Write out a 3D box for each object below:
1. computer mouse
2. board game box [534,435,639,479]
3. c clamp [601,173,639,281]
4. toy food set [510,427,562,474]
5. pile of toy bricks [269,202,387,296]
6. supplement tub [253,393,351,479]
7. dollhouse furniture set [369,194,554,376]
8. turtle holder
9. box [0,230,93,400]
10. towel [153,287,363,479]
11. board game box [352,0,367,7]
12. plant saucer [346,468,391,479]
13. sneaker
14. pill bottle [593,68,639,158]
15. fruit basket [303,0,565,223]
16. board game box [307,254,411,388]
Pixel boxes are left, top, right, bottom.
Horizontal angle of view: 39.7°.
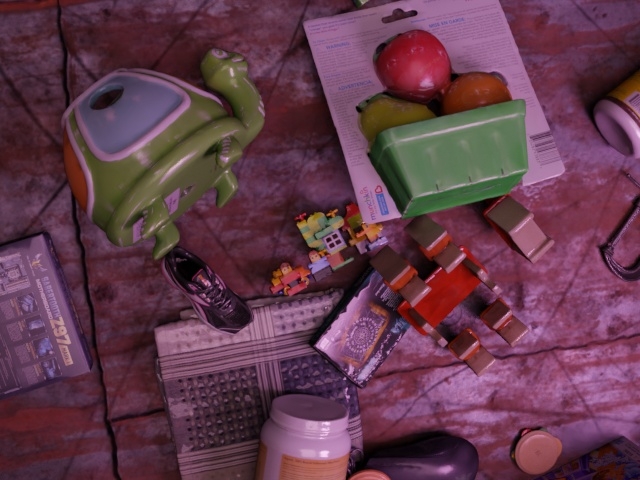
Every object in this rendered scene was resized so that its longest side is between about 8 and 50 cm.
[{"bbox_3d":[0.148,0.414,1.488,0.272,0.072,0.188,-13,113,-9],"label":"computer mouse"},{"bbox_3d":[0.480,0.453,1.416,0.233,0.347,0.078,-25,100,-5],"label":"board game box"},{"bbox_3d":[0.541,-0.014,1.534,0.137,0.022,0.160,29,91,-16],"label":"c clamp"},{"bbox_3d":[0.379,0.370,1.557,0.082,0.020,0.083,37,91,-11],"label":"toy food set"},{"bbox_3d":[0.000,0.000,1.407,0.212,0.118,0.105,-29,91,-9],"label":"pile of toy bricks"},{"bbox_3d":[-0.030,0.356,1.391,0.144,0.144,0.199,7,99,-9],"label":"supplement tub"},{"bbox_3d":[0.237,0.045,1.435,0.259,0.135,0.262,-44,120,2],"label":"dollhouse furniture set"},{"bbox_3d":[-0.229,-0.150,1.291,0.227,0.243,0.320,46,98,6],"label":"turtle holder"},{"bbox_3d":[-0.478,0.121,1.377,0.183,0.059,0.232,-18,99,-6],"label":"box"},{"bbox_3d":[-0.100,0.249,1.462,0.324,0.056,0.312,-10,102,-9],"label":"towel"},{"bbox_3d":[0.127,-0.547,1.389,0.317,0.046,0.213,-37,100,-2],"label":"board game box"},{"bbox_3d":[0.079,0.412,1.447,0.083,0.013,0.083,0,110,-1],"label":"plant saucer"},{"bbox_3d":[-0.181,0.077,1.377,0.178,0.077,0.072,37,70,5],"label":"sneaker"},{"bbox_3d":[0.566,-0.240,1.456,0.215,0.117,0.117,-37,101,-2],"label":"pill bottle"},{"bbox_3d":[0.171,-0.219,1.387,0.327,0.165,0.353,-15,68,-9],"label":"fruit basket"},{"bbox_3d":[0.080,0.134,1.448,0.126,0.026,0.186,44,77,-25],"label":"board game box"}]
